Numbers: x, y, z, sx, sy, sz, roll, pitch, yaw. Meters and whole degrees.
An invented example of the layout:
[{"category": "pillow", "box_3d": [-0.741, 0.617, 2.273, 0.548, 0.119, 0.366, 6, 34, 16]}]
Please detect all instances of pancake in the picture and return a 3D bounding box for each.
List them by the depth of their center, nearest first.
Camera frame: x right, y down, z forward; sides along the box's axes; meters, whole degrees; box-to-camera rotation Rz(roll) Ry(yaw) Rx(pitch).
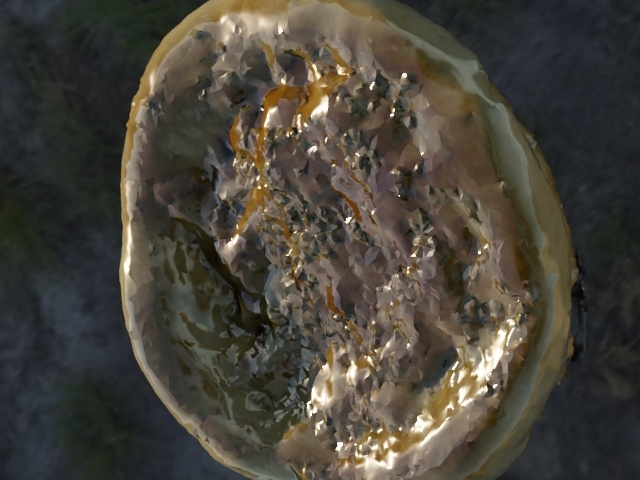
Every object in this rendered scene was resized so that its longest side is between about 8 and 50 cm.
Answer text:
[{"category": "pancake", "box_3d": [0.001, 0.000, 0.766, 0.282, 0.049, 0.283, 8, 103, 37]}]
